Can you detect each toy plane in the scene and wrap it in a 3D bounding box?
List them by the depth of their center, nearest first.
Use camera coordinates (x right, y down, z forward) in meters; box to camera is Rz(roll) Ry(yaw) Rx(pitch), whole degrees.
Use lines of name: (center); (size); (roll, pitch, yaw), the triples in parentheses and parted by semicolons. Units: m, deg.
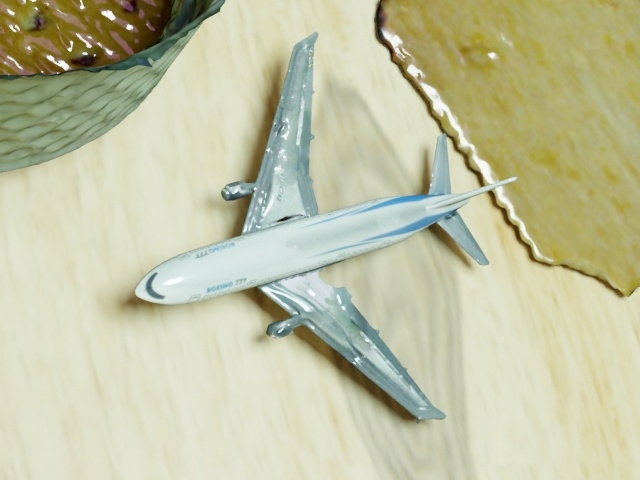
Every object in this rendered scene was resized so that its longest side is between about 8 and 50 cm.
toy plane: (0.000, 0.000, 0.761); (0.226, 0.058, 0.225); (-17, 86, -24)

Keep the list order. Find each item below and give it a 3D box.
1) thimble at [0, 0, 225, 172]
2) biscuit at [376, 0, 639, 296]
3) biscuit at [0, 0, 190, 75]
thimble: (-0.161, -0.168, 0.643); (0.271, 0.150, 0.270); (6, 72, -20)
biscuit: (0.174, -0.098, 0.894); (0.232, 0.013, 0.237); (-35, 90, -29)
biscuit: (-0.164, -0.168, 0.747); (0.212, 0.036, 0.212); (7, 71, -21)
